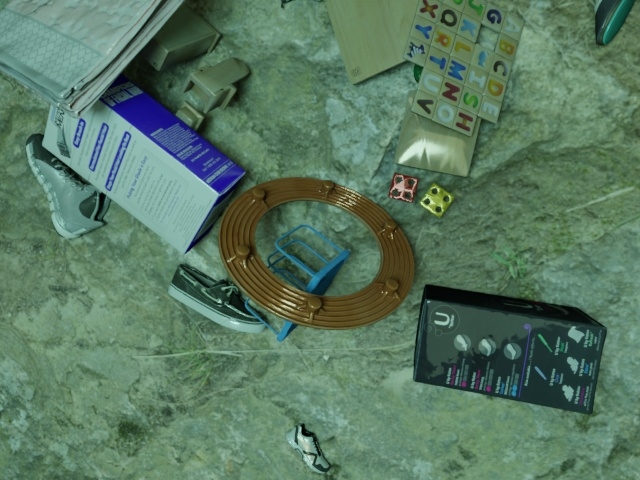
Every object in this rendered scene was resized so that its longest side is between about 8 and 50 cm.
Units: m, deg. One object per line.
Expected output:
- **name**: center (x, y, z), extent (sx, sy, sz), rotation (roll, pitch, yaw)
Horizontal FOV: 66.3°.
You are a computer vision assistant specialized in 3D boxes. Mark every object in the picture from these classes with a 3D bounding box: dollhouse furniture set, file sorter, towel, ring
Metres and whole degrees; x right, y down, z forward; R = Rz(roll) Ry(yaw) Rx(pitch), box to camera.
- **dollhouse furniture set**: center (-0.352, -0.291, 1.002), extent (0.303, 0.173, 0.355), rotation (41, 129, -5)
- **file sorter**: center (-0.048, 0.072, 0.887), extent (0.104, 0.118, 0.170), rotation (38, 125, 11)
- **towel**: center (-0.400, -0.381, 0.810), extent (0.332, 0.053, 0.317), rotation (30, 78, 26)
- **ring**: center (0.000, 0.000, 0.819), extent (0.337, 0.336, 0.032), rotation (29, 136, 9)

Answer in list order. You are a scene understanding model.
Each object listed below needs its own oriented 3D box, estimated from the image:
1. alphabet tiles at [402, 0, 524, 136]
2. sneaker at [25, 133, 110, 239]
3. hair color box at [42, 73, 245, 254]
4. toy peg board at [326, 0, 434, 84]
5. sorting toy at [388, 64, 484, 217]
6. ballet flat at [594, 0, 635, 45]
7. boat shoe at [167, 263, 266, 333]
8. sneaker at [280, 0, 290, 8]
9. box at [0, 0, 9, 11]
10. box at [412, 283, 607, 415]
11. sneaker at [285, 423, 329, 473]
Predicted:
- **alphabet tiles**: center (0.236, -0.306, 0.830), extent (0.198, 0.009, 0.237), rotation (18, 84, -16)
- **sneaker**: center (-0.511, -0.126, 1.027), extent (0.132, 0.086, 0.228), rotation (-16, 100, 7)
- **hair color box**: center (-0.328, -0.152, 0.906), extent (0.339, 0.110, 0.185), rotation (38, 129, -5)
- **toy peg board**: center (0.117, -0.385, 0.892), extent (0.161, 0.079, 0.161), rotation (-17, 89, 27)
- **sorting toy**: center (0.210, -0.182, 0.887), extent (0.132, 0.046, 0.274), rotation (12, 95, 11)
- **ballet flat**: center (0.503, -0.425, 0.811), extent (0.074, 0.074, 0.203), rotation (33, 105, 8)
- **boat shoe**: center (-0.201, 0.114, 0.970), extent (0.219, 0.078, 0.070), rotation (24, 98, 11)
- **sneaker**: center (-0.049, -0.468, 0.933), extent (0.098, 0.038, 0.069), rotation (45, 102, 16)
- **box**: center (-0.720, -0.470, 1.031), extent (0.275, 0.113, 0.094), rotation (-35, 85, 10)
- **box**: center (0.301, 0.171, 0.826), extent (0.271, 0.165, 0.143), rotation (8, 95, 11)
- **sneaker**: center (-0.019, 0.411, 0.967), extent (0.109, 0.040, 0.043), rotation (45, 98, 6)
